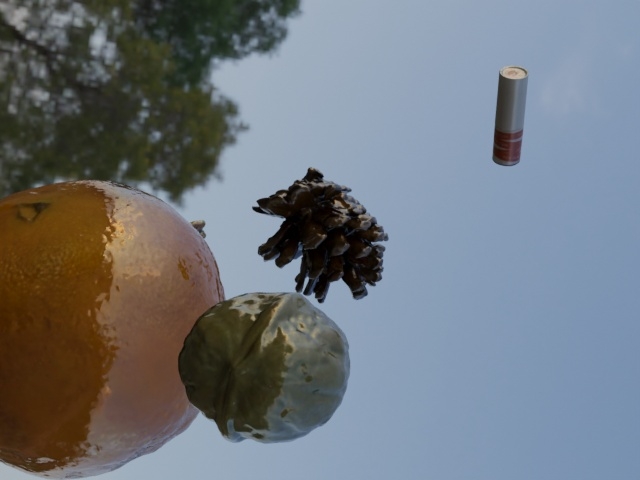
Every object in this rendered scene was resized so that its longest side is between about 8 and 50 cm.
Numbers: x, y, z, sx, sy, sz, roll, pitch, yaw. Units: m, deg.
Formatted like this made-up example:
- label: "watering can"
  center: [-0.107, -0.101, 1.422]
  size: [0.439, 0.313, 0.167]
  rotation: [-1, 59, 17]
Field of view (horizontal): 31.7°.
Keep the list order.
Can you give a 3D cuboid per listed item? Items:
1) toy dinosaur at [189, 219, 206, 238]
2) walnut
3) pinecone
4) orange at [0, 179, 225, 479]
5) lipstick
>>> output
- label: "toy dinosaur"
  center: [-0.214, 0.065, 1.217]
  size: [0.057, 0.212, 0.142]
  rotation: [49, -30, 46]
- label: "walnut"
  center: [-0.027, 0.064, 0.566]
  size: [0.092, 0.092, 0.092]
  rotation: [-173, -90, -68]
- label: "pinecone"
  center: [0.001, -0.004, 1.501]
  size: [0.150, 0.195, 0.179]
  rotation: [-48, 180, 3]
- label: "orange"
  center: [-0.207, 0.070, 0.958]
  size: [0.261, 0.261, 0.261]
  rotation: [-173, -90, -68]
- label: "lipstick"
  center: [0.247, -0.161, 1.467]
  size: [0.038, 0.038, 0.131]
  rotation: [-114, -162, -52]
